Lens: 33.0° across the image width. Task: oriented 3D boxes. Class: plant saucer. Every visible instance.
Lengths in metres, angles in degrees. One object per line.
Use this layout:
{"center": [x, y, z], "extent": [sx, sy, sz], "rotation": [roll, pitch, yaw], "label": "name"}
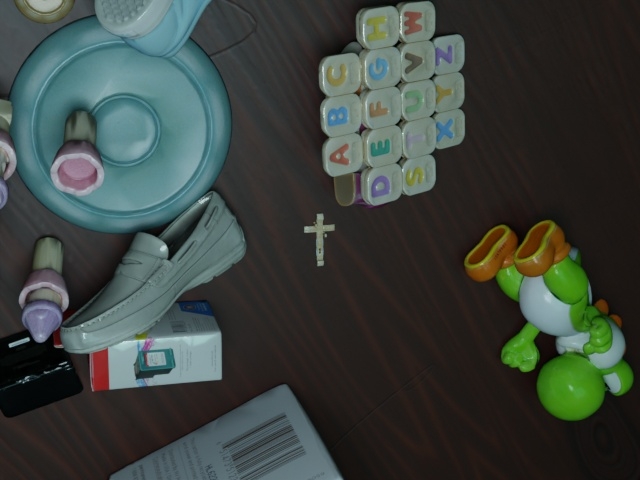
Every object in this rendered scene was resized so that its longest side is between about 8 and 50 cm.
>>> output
{"center": [-0.276, -0.156, 1.512], "extent": [0.318, 0.044, 0.317], "rotation": [-4, 108, -14], "label": "plant saucer"}
{"center": [-0.370, -0.332, 1.446], "extent": [0.083, 0.015, 0.083], "rotation": [-4, 107, -14], "label": "plant saucer"}

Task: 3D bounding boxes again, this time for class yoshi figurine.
{"center": [0.375, 0.152, 1.721], "extent": [0.203, 0.203, 0.362], "rotation": [-33, 116, 13], "label": "yoshi figurine"}

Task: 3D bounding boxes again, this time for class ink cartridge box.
{"center": [-0.266, 0.150, 1.559], "extent": [0.231, 0.134, 0.078], "rotation": [-3, 108, -14], "label": "ink cartridge box"}

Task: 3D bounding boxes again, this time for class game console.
{"center": [-0.426, 0.191, 1.592], "extent": [0.122, 0.071, 0.107], "rotation": [-19, 81, -10], "label": "game console"}

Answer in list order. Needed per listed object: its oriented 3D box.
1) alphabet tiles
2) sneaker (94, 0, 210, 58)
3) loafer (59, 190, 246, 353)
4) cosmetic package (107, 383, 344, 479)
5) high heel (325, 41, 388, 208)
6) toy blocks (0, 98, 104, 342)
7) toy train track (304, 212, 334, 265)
{"center": [0.113, -0.198, 1.561], "extent": [0.278, 0.021, 0.284], "rotation": [-16, 112, -36], "label": "alphabet tiles"}
{"center": [-0.167, -0.411, 1.442], "extent": [0.366, 0.135, 0.150], "rotation": [-59, 154, -4], "label": "sneaker"}
{"center": [-0.238, 0.042, 1.497], "extent": [0.319, 0.112, 0.111], "rotation": [-40, 118, -38], "label": "loafer"}
{"center": [-0.077, 0.502, 1.614], "extent": [0.327, 0.329, 0.393], "rotation": [-28, 111, -7], "label": "cosmetic package"}
{"center": [0.074, -0.169, 1.605], "extent": [0.117, 0.082, 0.244], "rotation": [-6, 94, -51], "label": "high heel"}
{"center": [-0.449, -0.011, 1.349], "extent": [0.309, 0.260, 0.288], "rotation": [11, 126, -18], "label": "toy blocks"}
{"center": [0.000, 0.000, 1.652], "extent": [0.048, 0.014, 0.083], "rotation": [-5, 108, -14], "label": "toy train track"}
